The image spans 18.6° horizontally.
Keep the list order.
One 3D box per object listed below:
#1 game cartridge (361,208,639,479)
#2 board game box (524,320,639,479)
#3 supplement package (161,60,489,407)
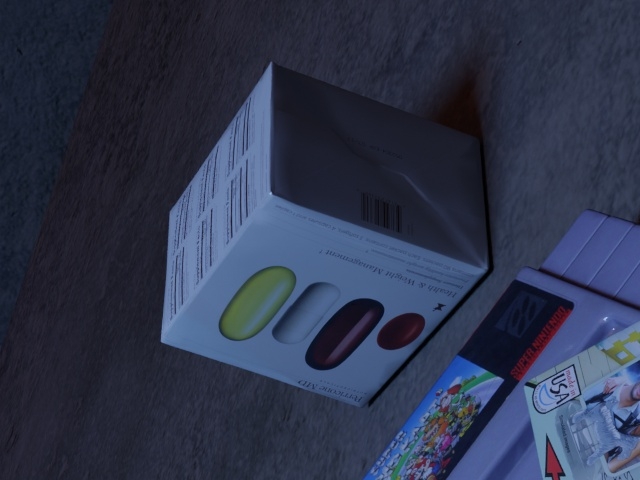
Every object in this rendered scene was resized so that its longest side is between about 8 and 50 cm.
[{"bbox_3d":[0.117,0.142,1.201,0.355,0.068,0.230,-52,25,-5],"label":"game cartridge"},{"bbox_3d":[0.223,0.152,0.957,0.213,0.046,0.317,-31,40,22],"label":"board game box"},{"bbox_3d":[0.000,0.000,1.578,0.203,0.194,0.149,-52,27,42],"label":"supplement package"}]
